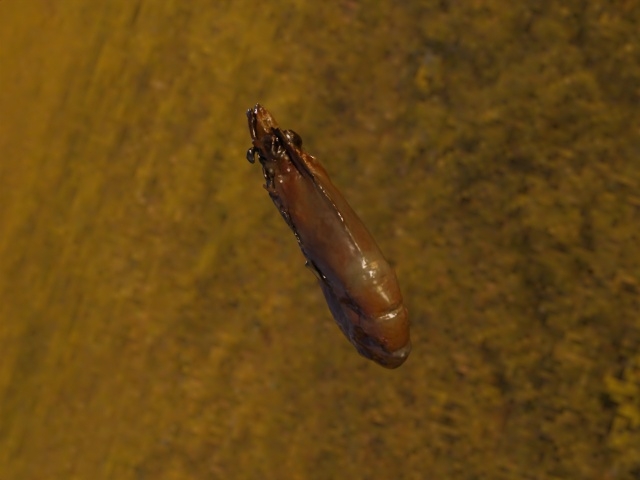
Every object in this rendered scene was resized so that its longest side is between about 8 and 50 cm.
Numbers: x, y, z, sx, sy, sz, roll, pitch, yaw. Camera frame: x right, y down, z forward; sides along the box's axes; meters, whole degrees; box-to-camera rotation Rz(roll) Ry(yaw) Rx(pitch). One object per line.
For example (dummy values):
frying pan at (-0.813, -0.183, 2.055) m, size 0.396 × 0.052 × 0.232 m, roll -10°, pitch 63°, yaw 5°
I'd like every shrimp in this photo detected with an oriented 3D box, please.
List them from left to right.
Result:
shrimp at (0.000, 0.000, 1.131) m, size 0.042 × 0.190 × 0.101 m, roll -31°, pitch 7°, yaw -21°
